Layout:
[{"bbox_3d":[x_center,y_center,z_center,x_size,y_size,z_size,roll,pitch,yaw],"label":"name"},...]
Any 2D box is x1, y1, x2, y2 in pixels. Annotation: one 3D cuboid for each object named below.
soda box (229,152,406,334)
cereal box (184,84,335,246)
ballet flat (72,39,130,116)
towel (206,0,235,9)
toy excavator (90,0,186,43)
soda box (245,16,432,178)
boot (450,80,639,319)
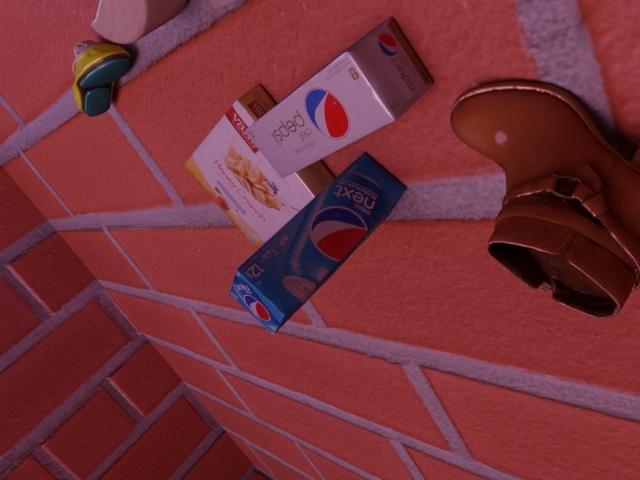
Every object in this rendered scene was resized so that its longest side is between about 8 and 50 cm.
[{"bbox_3d":[0.000,0.000,0.593,0.067,0.210,0.071,41,151,7],"label":"soda box"},{"bbox_3d":[-0.089,-0.089,0.764,0.173,0.047,0.240,50,151,-9],"label":"cereal box"},{"bbox_3d":[-0.360,-0.269,0.866,0.231,0.077,0.077,-18,97,60],"label":"ballet flat"},{"bbox_3d":[-0.055,-0.309,0.440,0.282,0.049,0.187,8,133,49],"label":"towel"},{"bbox_3d":[-0.409,-0.402,0.642,0.445,0.222,0.433,-2,128,43],"label":"toy excavator"},{"bbox_3d":[0.009,-0.133,0.559,0.074,0.069,0.216,52,151,-14],"label":"soda box"},{"bbox_3d":[0.155,-0.040,0.401,0.197,0.152,0.073,27,147,29],"label":"boot"}]
